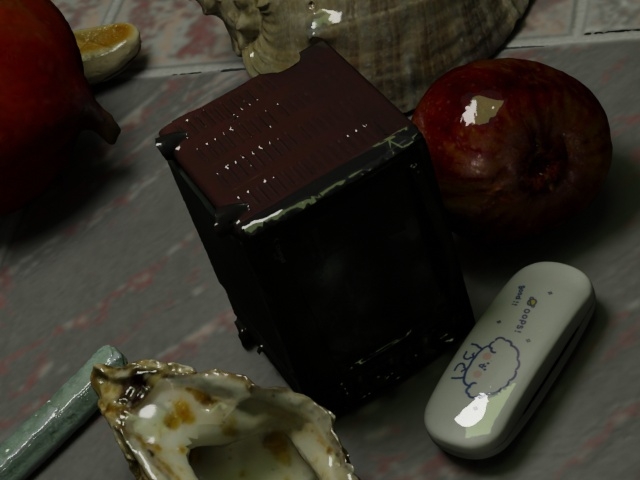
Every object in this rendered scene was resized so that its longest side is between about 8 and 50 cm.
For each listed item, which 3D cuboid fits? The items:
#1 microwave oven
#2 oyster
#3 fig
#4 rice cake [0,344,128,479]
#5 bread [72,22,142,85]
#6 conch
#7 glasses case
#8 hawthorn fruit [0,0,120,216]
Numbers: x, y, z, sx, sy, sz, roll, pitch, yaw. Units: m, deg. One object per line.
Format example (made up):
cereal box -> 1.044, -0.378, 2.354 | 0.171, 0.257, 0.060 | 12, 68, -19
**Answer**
microwave oven -> 0.001, -0.002, 1.363 | 0.178, 0.247, 0.188 | -29, 45, -9
oyster -> -0.057, 0.199, 1.291 | 0.341, 0.110, 0.166 | 20, 63, 33
fig -> 0.145, -0.087, 1.458 | 0.175, 0.175, 0.207 | -36, 30, -13
rice cake -> -0.245, 0.172, 1.448 | 0.207, 0.033, 0.033 | -45, 37, -20
bread -> -0.290, -0.188, 1.801 | 0.214, 0.053, 0.073 | -9, 42, 19
conch -> 0.030, -0.268, 1.648 | 0.352, 0.210, 0.297 | -15, 59, 11
glasses case -> 0.155, 0.095, 1.341 | 0.076, 0.049, 0.197 | 18, 57, 34
hawthorn fruit -> -0.379, -0.151, 1.636 | 0.311, 0.295, 0.295 | 5, 50, 39
